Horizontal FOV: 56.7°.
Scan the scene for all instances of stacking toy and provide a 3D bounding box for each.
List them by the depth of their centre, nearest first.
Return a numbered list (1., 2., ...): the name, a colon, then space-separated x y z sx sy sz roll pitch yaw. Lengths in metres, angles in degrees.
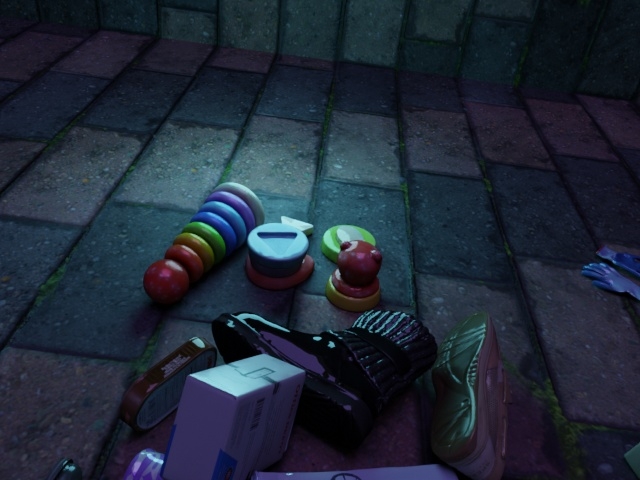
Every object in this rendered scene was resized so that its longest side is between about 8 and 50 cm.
1. stacking toy: -0.255 0.016 1.265 0.141 0.141 0.330 20 44 16
2. stacking toy: 0.000 0.000 1.314 0.309 0.130 0.279 12 36 5

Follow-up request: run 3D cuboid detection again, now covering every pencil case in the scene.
1. pencil case: -0.179 0.362 0.820 0.206 0.086 0.088 16 70 14

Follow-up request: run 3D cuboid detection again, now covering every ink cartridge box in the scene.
1. ink cartridge box: -0.115 0.255 0.839 0.086 0.148 0.203 18 4 23

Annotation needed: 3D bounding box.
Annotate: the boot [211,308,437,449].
1. boot: 0.007 0.187 1.055 0.348 0.131 0.260 30 44 21

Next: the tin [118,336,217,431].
1. tin: -0.242 0.233 0.967 0.040 0.106 0.189 33 43 20

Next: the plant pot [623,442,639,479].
1. plant pot: 0.576 0.366 0.942 0.109 0.109 0.096 1 49 -10

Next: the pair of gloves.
1. pair of gloves: 0.731 0.078 1.435 0.159 0.023 0.198 31 43 27

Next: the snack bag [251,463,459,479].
1. snack bag: 0.091 0.437 0.750 0.342 0.037 0.323 7 35 -23

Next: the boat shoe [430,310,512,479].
1. boat shoe: 0.268 0.263 1.031 0.110 0.121 0.341 44 38 -13

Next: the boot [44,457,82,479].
1. boot: -0.243 0.403 0.743 0.229 0.091 0.263 0 52 -11
